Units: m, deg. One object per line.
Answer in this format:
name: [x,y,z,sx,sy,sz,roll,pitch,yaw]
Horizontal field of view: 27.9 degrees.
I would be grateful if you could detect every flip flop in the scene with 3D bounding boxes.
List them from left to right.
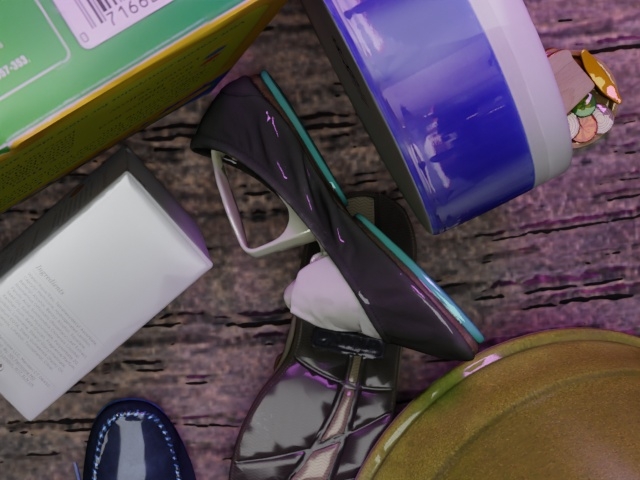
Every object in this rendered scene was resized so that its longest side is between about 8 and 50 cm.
flip flop: [0.006,0.098,0.993,0.112,0.080,0.277,13,80,-1]

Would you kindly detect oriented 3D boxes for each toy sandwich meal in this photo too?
toy sandwich meal: [0.195,-0.112,1.002,0.086,0.029,0.085,-1,97,-5]

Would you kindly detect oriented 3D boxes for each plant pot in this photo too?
plant pot: [0.233,0.281,0.847,0.366,0.353,0.366,-4,104,-17]

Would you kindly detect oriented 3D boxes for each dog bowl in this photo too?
dog bowl: [0.061,-0.140,0.870,0.104,0.265,0.265,-28,98,1]

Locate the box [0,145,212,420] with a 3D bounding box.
box: [-0.174,0.026,0.933,0.170,0.130,0.091,-40,105,1]

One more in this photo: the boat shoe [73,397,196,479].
boat shoe: [-0.128,0.252,0.988,0.109,0.089,0.258,-9,97,-4]

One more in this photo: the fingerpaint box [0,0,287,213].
fingerpaint box: [-0.261,-0.074,0.755,0.445,0.371,0.163,-33,94,-11]

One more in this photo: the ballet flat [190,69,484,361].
ballet flat: [0.000,0.000,0.932,0.096,0.095,0.280,-39,66,1]
